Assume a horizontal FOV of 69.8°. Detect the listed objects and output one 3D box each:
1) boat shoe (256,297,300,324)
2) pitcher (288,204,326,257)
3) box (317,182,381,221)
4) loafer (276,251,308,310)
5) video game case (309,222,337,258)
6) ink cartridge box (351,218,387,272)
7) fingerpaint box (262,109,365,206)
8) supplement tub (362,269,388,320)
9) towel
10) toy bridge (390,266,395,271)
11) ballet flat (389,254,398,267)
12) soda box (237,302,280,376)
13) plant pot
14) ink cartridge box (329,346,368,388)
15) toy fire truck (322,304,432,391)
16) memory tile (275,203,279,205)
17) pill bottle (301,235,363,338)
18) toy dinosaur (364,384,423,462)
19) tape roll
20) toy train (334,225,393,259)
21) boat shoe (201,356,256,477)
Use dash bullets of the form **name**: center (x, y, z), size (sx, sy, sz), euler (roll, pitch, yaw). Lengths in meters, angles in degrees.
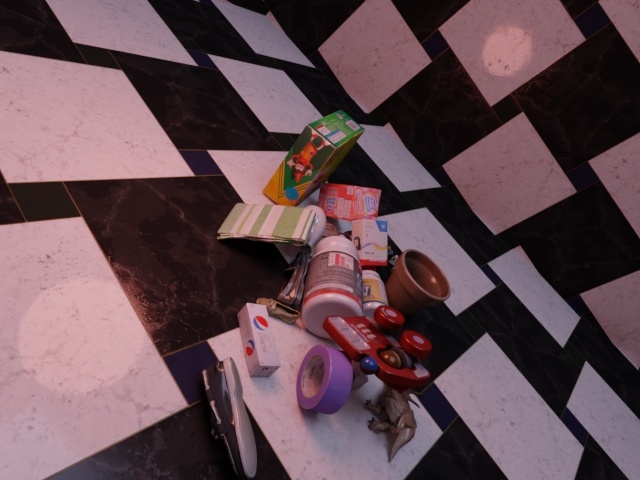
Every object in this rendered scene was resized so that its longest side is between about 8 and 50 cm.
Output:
- **boat shoe**: center (-0.142, 0.229, 1.540), size (0.153, 0.048, 0.056), euler (32, 33, -13)
- **pitcher**: center (-0.041, -0.050, 1.807), size (0.125, 0.178, 0.207), euler (26, 54, -10)
- **box**: center (0.118, -0.168, 2.029), size (0.142, 0.154, 0.300), euler (5, 6, -29)
- **loafer**: center (-0.099, 0.130, 1.666), size (0.084, 0.096, 0.267), euler (21, 39, -12)
- **video game case**: center (0.000, 0.000, 1.967), size (0.227, 0.026, 0.206), euler (11, 47, -39)
- **ink cartridge box**: center (0.200, 0.034, 1.865), size (0.134, 0.078, 0.231), euler (2, 87, -34)
- **fingerpaint box**: center (-0.023, -0.369, 2.063), size (0.163, 0.371, 0.445), euler (40, 31, 2)
- **supplement tub**: center (0.187, 0.228, 1.787), size (0.144, 0.144, 0.200), euler (25, 36, -23)
- **towel**: center (-0.191, -0.064, 1.693), size (0.325, 0.038, 0.248), euler (4, 33, 9)
- **toy bridge**: center (0.384, 0.204, 2.126), size (0.063, 0.026, 0.188), euler (-6, 54, -45)
- **ballet flat**: center (0.342, 0.082, 2.203), size (0.168, 0.052, 0.057), euler (33, 33, -12)
- **soda box**: center (-0.189, 0.299, 1.390), size (0.074, 0.069, 0.216), euler (13, 42, -37)
- **plant pot**: center (0.373, 0.206, 1.925), size (0.263, 0.229, 0.263), euler (27, 34, -20)
- **ink cartridge box**: center (0.075, 0.422, 1.517), size (0.150, 0.063, 0.109), euler (17, 39, -31)
- **toy fire truck**: center (0.173, 0.333, 1.391), size (0.254, 0.169, 0.302), euler (5, 29, -42)
- **memory tile**: center (-0.159, -0.107, 1.956), size (0.113, 0.012, 0.148), euler (42, 33, 2)
- **pill bottle**: center (0.049, 0.157, 1.670), size (0.210, 0.210, 0.363), euler (29, 35, -17)
- **toy dinosaur**: center (0.260, 0.559, 1.499), size (0.200, 0.127, 0.296), euler (25, 41, -34)
- **tape roll**: center (0.010, 0.408, 1.352), size (0.080, 0.189, 0.189), euler (23, 37, -24)
- **toy train**: center (0.195, 0.026, 2.022), size (0.334, 0.142, 0.190), euler (-7, 71, -56)
- **boat shoe**: center (-0.233, 0.448, 1.154), size (0.114, 0.091, 0.302), euler (72, -2, -52)
